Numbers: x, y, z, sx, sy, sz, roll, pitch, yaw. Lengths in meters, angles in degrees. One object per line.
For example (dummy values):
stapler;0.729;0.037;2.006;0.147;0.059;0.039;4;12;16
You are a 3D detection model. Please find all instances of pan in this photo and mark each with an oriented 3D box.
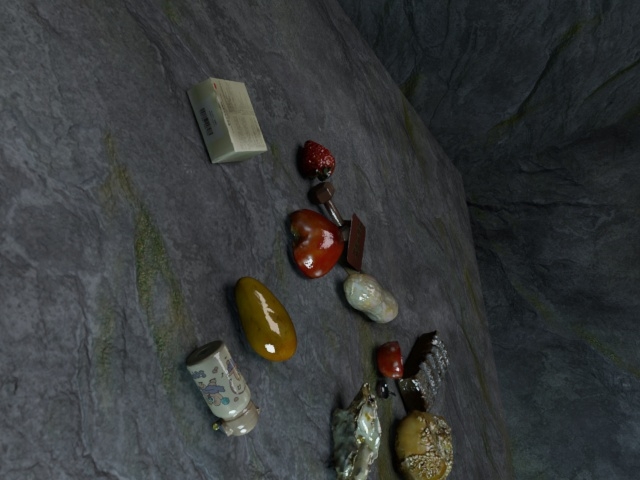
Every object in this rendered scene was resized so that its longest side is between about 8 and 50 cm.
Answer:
pan;0.236;0.548;1.924;0.115;0.023;0.069;40;41;-41

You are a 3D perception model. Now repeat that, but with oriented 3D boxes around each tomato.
tomato;0.000;0.000;1.704;0.200;0.139;0.233;27;51;-61
tomato;0.250;0.442;1.949;0.159;0.091;0.139;63;23;-83

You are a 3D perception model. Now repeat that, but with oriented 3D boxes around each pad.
pad;0.134;0.011;1.953;0.267;0.004;0.181;39;58;-72

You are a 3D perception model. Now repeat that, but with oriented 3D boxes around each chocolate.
chocolate;0.188;0.213;1.925;0.309;0.134;0.134;41;41;-45

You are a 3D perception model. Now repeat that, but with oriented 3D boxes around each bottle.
bottle;-0.215;0.336;1.173;0.110;0.097;0.209;-31;104;-28

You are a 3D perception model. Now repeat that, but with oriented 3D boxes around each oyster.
oyster;0.097;0.594;1.566;0.166;0.110;0.342;29;52;-45

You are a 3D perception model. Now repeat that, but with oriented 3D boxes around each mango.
mango;-0.143;0.205;1.355;0.253;0.113;0.138;61;29;-15

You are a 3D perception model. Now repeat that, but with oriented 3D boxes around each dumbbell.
dumbbell;0.047;-0.101;1.907;0.231;0.082;0.092;57;33;-25

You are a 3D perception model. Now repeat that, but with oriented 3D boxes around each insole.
insole;0.073;0.061;1.939;0.253;0.005;0.086;49;36;-37

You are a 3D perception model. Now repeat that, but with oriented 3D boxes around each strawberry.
strawberry;-0.006;-0.285;1.880;0.131;0.131;0.148;30;56;-51

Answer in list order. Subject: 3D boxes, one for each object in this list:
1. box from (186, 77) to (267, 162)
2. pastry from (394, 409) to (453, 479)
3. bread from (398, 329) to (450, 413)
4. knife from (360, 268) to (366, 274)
box;-0.258;-0.332;1.484;0.168;0.095;0.212;-20;91;-63
pastry;0.391;0.753;1.924;0.310;0.161;0.255;30;58;-49
bread;0.434;0.538;2.193;0.165;0.113;0.416;66;30;-7
knife;0.221;0.211;2.103;0.245;0.019;0.072;53;32;-28
